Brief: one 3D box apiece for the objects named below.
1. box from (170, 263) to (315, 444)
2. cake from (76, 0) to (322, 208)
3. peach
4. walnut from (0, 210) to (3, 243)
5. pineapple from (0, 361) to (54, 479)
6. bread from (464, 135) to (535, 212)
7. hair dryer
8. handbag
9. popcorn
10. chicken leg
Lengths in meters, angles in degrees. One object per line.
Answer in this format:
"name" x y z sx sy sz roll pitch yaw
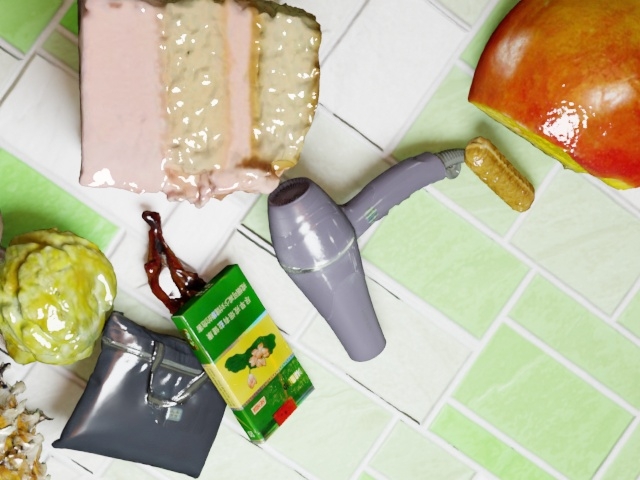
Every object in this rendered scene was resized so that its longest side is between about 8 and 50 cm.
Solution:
"box" -0.110 0.166 1.841 0.132 0.034 0.235 -45 112 -36
"cake" -0.176 -0.199 1.698 0.307 0.314 0.293 3 97 -12
"peach" 0.419 -0.245 1.830 0.380 0.242 0.306 -32 105 -5
"walnut" -0.508 -0.027 1.739 0.140 0.140 0.162 -31 85 -5
"pineapple" -0.526 0.323 1.700 0.352 0.300 0.352 -1 95 -13
"bread" 0.270 -0.098 1.895 0.157 0.044 0.052 40 72 -34
"hair dryer" 0.108 -0.021 1.863 0.361 0.121 0.301 -36 121 -15
"handbag" -0.239 0.227 1.821 0.254 0.088 0.211 22 93 -37
"popcorn" -0.384 0.088 1.766 0.198 0.212 0.198 17 50 -22
"chicken leg" -0.206 0.057 1.850 0.089 0.048 0.219 -43 101 -7
